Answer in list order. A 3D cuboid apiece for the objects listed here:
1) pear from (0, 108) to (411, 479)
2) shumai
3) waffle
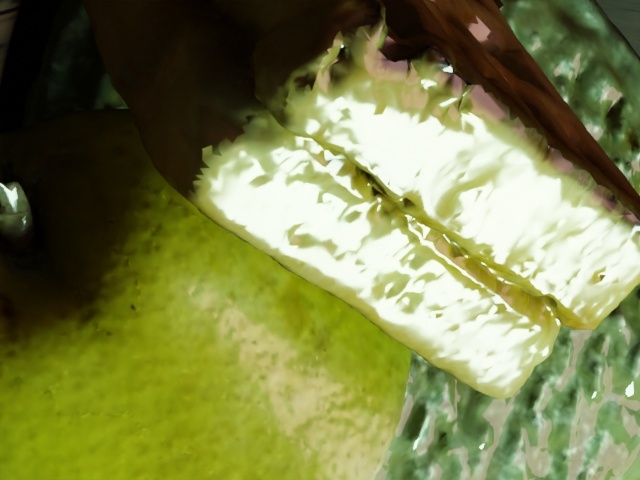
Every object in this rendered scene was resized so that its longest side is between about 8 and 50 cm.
[{"bbox_3d":[-0.112,0.036,0.645,0.178,0.267,0.267,52,43,-43],"label":"pear"},{"bbox_3d":[0.000,0.000,0.981,0.324,0.397,0.323,-57,-167,-17],"label":"shumai"},{"bbox_3d":[-0.013,-0.110,0.666,0.224,0.098,0.328,34,21,-48],"label":"waffle"}]
